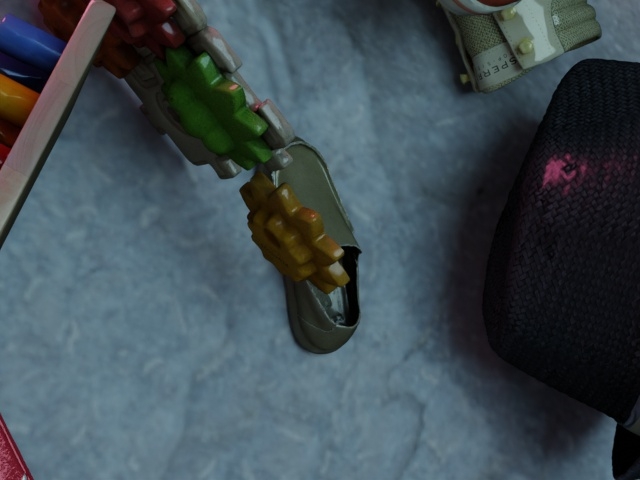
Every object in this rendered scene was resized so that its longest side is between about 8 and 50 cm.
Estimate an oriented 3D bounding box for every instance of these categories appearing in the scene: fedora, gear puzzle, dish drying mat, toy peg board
[{"bbox_3d":[0.205,-0.010,0.998,0.152,0.334,0.334,18,69,3],"label":"fedora"},{"bbox_3d":[-0.100,-0.094,0.838,0.044,0.175,0.339,-43,105,-19],"label":"gear puzzle"},{"bbox_3d":[-0.189,0.124,0.836,0.032,0.008,0.083,-29,97,-32],"label":"dish drying mat"},{"bbox_3d":[-0.191,-0.049,0.785,0.079,0.161,0.161,27,67,-10],"label":"toy peg board"}]

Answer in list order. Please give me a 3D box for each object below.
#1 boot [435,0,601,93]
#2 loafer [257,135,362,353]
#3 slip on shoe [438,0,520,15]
[{"bbox_3d":[0.084,-0.200,1.021,0.262,0.095,0.203,-20,93,-40],"label":"boot"},{"bbox_3d":[0.000,0.000,0.955,0.056,0.050,0.148,-15,90,-34],"label":"loafer"},{"bbox_3d":[0.178,-0.255,0.985,0.123,0.101,0.331,58,44,-13],"label":"slip on shoe"}]
